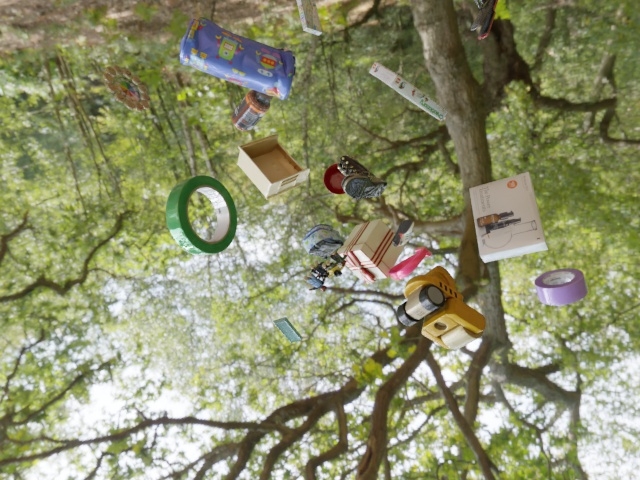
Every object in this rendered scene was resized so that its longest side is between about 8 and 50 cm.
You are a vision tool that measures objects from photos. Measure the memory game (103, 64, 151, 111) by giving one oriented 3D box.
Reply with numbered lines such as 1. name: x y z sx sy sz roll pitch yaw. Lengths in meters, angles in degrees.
1. memory game: -0.672 -0.532 1.679 0.012 0.186 0.186 -28 -167 26

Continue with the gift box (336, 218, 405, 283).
1. gift box: 0.254 0.075 2.550 0.258 0.255 0.276 -55 -164 -28

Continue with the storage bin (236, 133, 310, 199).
1. storage bin: -0.227 -0.365 2.333 0.260 0.123 0.262 -29 -112 -35

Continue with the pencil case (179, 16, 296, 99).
1. pencil case: -0.208 -0.477 1.259 0.306 0.133 0.119 15 -171 -15

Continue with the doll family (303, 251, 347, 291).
1. doll family: 0.025 0.122 1.814 0.193 0.111 0.076 -32 -133 19

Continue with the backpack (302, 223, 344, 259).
1. backpack: 0.000 0.000 1.542 0.105 0.084 0.114 -41 152 26

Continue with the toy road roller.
1. toy road roller: 0.489 0.254 1.923 0.202 0.329 0.240 -48 -169 47

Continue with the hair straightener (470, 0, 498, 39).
1. hair straightener: 0.523 -0.750 1.504 0.047 0.089 0.230 9 -109 59

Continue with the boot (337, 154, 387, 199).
1. boot: 0.110 -0.227 1.685 0.178 0.085 0.236 45 -152 28

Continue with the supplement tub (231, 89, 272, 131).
1. supplement tub: -0.276 -0.542 1.967 0.198 0.106 0.106 -36 -178 41

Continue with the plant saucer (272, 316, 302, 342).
1. plant saucer: -0.147 0.412 2.192 0.067 0.192 0.018 -19 -136 12

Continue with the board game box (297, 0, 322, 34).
1. board game box: -0.051 -1.035 2.215 0.026 0.154 0.103 -16 173 43

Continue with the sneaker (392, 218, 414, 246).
1. sneaker: 0.404 -0.038 2.273 0.075 0.161 0.057 -4 -136 -39

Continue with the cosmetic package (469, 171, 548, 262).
1. cosmetic package: 0.874 -0.109 2.254 0.284 0.097 0.377 -15 -121 26

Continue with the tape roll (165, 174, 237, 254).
1. tape roll: -0.476 -0.101 1.954 0.077 0.321 0.321 -10 -160 33

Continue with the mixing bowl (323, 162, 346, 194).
1. mixing bowl: 0.106 -0.352 2.795 0.181 0.181 0.098 -15 180 -1

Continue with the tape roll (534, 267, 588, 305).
1. tape roll: 0.992 0.190 1.985 0.189 0.080 0.189 -21 -168 5

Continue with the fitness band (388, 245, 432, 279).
1. fitness band: 0.428 0.110 2.321 0.209 0.054 0.291 -38 179 -4

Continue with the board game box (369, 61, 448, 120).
1. board game box: 0.357 -0.600 1.938 0.305 0.053 0.193 21 -157 -33
